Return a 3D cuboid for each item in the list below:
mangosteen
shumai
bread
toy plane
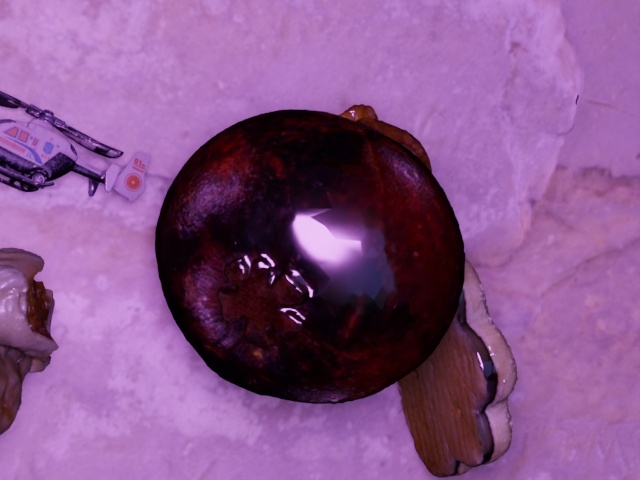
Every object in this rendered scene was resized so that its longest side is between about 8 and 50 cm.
[{"bbox_3d":[-0.009,0.013,1.658,0.297,0.293,0.297,1,99,4],"label":"mangosteen"},{"bbox_3d":[-0.329,0.090,1.536,0.218,0.189,0.256,-27,113,-22],"label":"shumai"},{"bbox_3d":[0.136,0.119,1.779,0.056,0.207,0.286,-19,107,-25],"label":"bread"},{"bbox_3d":[-0.253,-0.081,1.635,0.197,0.053,0.078,22,76,-24],"label":"toy plane"}]
